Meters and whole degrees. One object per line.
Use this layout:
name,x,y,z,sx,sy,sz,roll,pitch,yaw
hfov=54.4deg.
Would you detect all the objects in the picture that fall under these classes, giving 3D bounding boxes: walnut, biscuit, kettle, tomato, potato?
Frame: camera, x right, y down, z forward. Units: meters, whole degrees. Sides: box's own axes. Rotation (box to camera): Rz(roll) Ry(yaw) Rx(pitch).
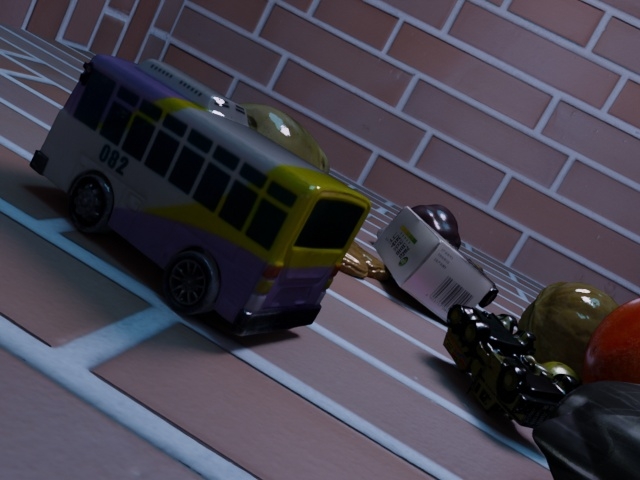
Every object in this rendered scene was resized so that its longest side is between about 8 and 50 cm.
walnut,0.583,0.221,1.390,0.283,0.282,0.227,25,-29,-16
biscuit,0.002,-0.004,1.472,0.376,0.051,0.269,27,13,-8
kettle,0.432,0.288,0.720,0.321,0.228,0.324,9,14,-25
tomato,0.615,0.261,1.075,0.325,0.290,0.293,53,19,-10
potato,-0.129,-0.203,1.559,0.326,0.243,0.220,39,29,-57

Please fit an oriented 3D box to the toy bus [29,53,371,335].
toy bus,-0.173,-0.080,0.878,0.440,0.249,0.209,33,12,24

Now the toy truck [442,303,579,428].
toy truck,0.294,0.210,1.022,0.127,0.127,0.257,16,16,-21

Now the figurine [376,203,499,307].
figurine,0.347,0.059,1.804,0.218,0.206,0.364,-6,55,-32

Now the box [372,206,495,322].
box,0.260,0.052,1.509,0.173,0.145,0.333,40,9,-16

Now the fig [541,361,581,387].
fig,0.411,0.264,1.153,0.166,0.093,0.093,15,17,-35
